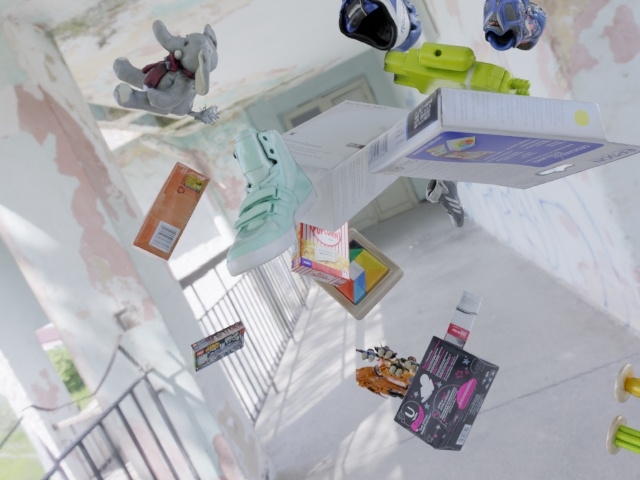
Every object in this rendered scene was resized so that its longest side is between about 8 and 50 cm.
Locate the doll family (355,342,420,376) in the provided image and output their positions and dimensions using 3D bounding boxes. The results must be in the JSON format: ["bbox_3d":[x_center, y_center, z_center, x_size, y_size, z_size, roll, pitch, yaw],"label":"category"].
[{"bbox_3d":[0.199,0.346,1.491,0.076,0.193,0.111,-63,-10,6],"label":"doll family"}]

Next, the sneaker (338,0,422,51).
[{"bbox_3d":[0.090,-0.528,1.062,0.127,0.315,0.182,-27,14,37],"label":"sneaker"}]

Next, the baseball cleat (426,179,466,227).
[{"bbox_3d":[0.370,-0.118,1.520,0.109,0.206,0.072,-23,26,-9],"label":"baseball cleat"}]

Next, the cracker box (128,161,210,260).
[{"bbox_3d":[-0.281,-0.044,0.929,0.156,0.067,0.232,-66,20,-11],"label":"cracker box"}]

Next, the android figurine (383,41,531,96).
[{"bbox_3d":[0.264,-0.312,0.983,0.273,0.056,0.248,19,6,23],"label":"android figurine"}]

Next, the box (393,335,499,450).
[{"bbox_3d":[0.330,0.398,1.330,0.142,0.163,0.247,25,87,43],"label":"box"}]

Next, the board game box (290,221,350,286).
[{"bbox_3d":[0.000,0.000,1.226,0.146,0.193,0.045,20,-35,-33],"label":"board game box"}]

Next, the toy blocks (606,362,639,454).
[{"bbox_3d":[0.432,0.225,0.604,0.054,0.123,0.148,6,2,-39],"label":"toy blocks"}]

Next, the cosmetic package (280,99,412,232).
[{"bbox_3d":[0.047,-0.191,1.192,0.217,0.156,0.385,17,39,28],"label":"cosmetic package"}]

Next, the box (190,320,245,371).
[{"bbox_3d":[-0.251,0.260,1.254,0.137,0.027,0.094,-24,-35,-29],"label":"box"}]

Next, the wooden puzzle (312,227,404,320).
[{"bbox_3d":[0.112,0.102,1.639,0.221,0.238,0.044,-44,-19,-11],"label":"wooden puzzle"}]

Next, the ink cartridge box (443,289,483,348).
[{"bbox_3d":[0.411,0.235,1.478,0.150,0.063,0.109,-59,-19,-25],"label":"ink cartridge box"}]

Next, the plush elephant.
[{"bbox_3d":[-0.403,-0.492,1.442,0.255,0.330,0.272,-60,27,27],"label":"plush elephant"}]

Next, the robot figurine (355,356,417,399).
[{"bbox_3d":[0.266,0.471,1.670,0.211,0.291,0.085,-40,31,37],"label":"robot figurine"}]

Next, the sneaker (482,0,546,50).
[{"bbox_3d":[0.307,-0.350,0.835,0.083,0.087,0.221,24,13,32],"label":"sneaker"}]

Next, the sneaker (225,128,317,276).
[{"bbox_3d":[-0.094,-0.064,0.691,0.094,0.151,0.256,-22,21,24],"label":"sneaker"}]

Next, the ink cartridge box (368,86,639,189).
[{"bbox_3d":[0.265,-0.147,0.796,0.307,0.072,0.303,1,-5,-12],"label":"ink cartridge box"}]
